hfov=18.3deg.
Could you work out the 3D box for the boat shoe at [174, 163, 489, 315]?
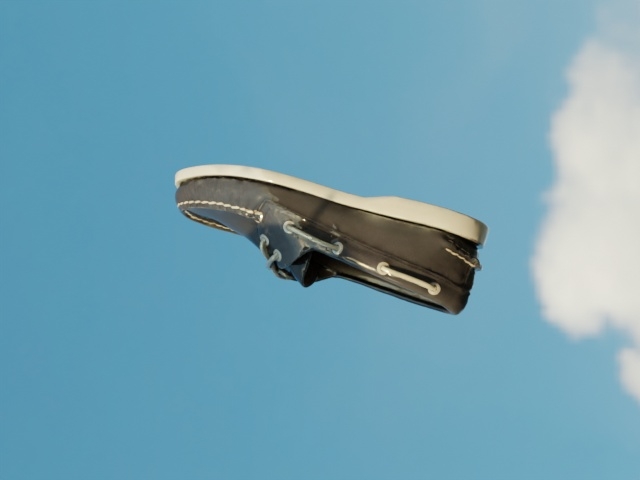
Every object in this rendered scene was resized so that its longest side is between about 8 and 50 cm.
[{"bbox_3d":[0.000,0.000,0.748,0.046,0.125,0.038,49,-126,-72],"label":"boat shoe"}]
